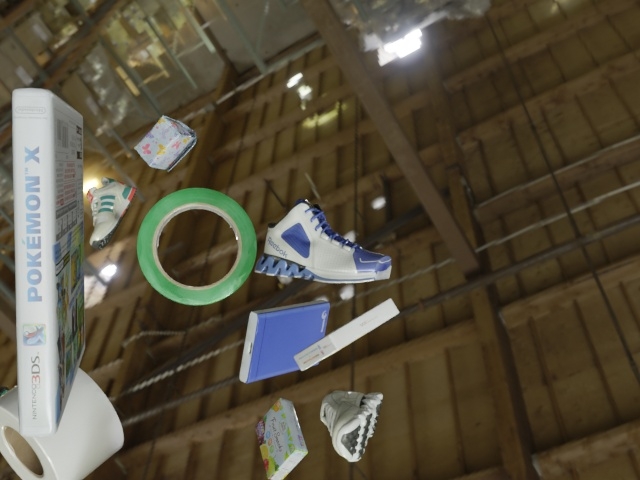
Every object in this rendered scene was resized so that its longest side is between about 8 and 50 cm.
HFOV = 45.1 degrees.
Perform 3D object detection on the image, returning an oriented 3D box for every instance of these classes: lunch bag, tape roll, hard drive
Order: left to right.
[{"bbox_3d":[-0.560,0.396,1.626,0.246,0.246,0.169,-4,-155,43],"label":"tape roll"},{"bbox_3d":[-0.227,-0.144,1.162,0.071,0.053,0.083,-45,170,9],"label":"lunch bag"},{"bbox_3d":[-0.338,0.018,2.116,0.321,0.321,0.077,-39,-179,-9],"label":"tape roll"},{"bbox_3d":[-0.102,0.296,2.300,0.040,0.210,0.319,19,-166,37],"label":"hard drive"}]

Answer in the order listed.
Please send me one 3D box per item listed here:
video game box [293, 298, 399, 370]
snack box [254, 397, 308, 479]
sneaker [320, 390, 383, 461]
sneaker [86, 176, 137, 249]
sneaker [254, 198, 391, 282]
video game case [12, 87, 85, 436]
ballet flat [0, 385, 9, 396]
[{"bbox_3d":[0.059,0.222,1.808,0.205,0.048,0.187,-26,174,-36],"label":"video game box"},{"bbox_3d":[-0.084,0.418,1.620,0.100,0.037,0.141,-50,-144,20],"label":"snack box"},{"bbox_3d":[0.049,0.365,1.558,0.118,0.110,0.292,16,-178,11],"label":"sneaker"},{"bbox_3d":[-0.384,-0.051,1.349,0.057,0.075,0.161,-51,-165,41],"label":"sneaker"},{"bbox_3d":[-0.001,0.000,1.742,0.316,0.182,0.127,5,-179,22],"label":"sneaker"},{"bbox_3d":[-0.277,0.007,0.806,0.036,0.299,0.329,0,-175,-13],"label":"video game case"},{"bbox_3d":[-0.809,0.379,1.877,0.074,0.074,0.203,-40,-177,-12],"label":"ballet flat"}]
